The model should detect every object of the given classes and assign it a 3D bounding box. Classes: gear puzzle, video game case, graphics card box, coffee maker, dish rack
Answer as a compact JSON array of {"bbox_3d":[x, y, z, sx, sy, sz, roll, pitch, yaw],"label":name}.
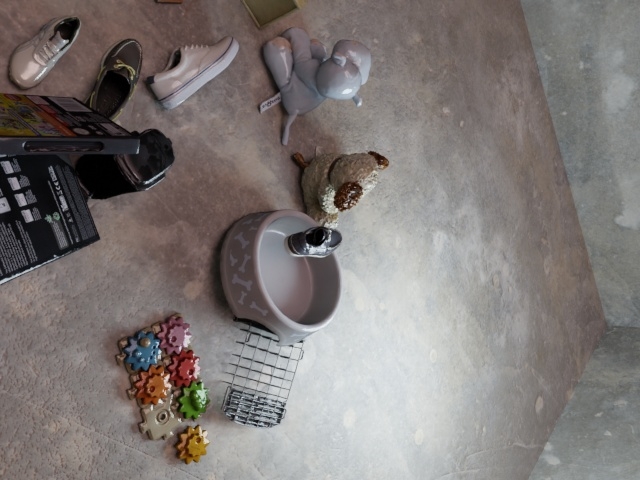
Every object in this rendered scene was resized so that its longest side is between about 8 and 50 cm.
[{"bbox_3d":[-0.320,0.343,1.245,0.175,0.044,0.338,-24,104,-42],"label":"gear puzzle"},{"bbox_3d":[-0.488,-0.201,0.969,0.248,0.275,0.035,-9,121,-44],"label":"video game case"},{"bbox_3d":[-0.542,-0.047,0.920,0.371,0.094,0.232,-46,121,-65],"label":"graphics card box"},{"bbox_3d":[-0.391,-0.134,1.111,0.120,0.178,0.171,39,62,-35],"label":"coffee maker"},{"bbox_3d":[-0.145,0.318,1.401,0.208,0.074,0.271,28,70,-38],"label":"dish rack"}]

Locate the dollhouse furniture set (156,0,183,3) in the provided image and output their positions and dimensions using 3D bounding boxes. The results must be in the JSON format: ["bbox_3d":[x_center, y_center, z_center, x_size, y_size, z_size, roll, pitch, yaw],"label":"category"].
[{"bbox_3d":[-0.271,-0.619,1.200,0.262,0.259,0.135,-20,98,-43],"label":"dollhouse furniture set"}]

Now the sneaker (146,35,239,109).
[{"bbox_3d":[-0.284,-0.405,1.289,0.258,0.094,0.091,-54,127,-31],"label":"sneaker"}]

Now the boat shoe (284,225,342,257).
[{"bbox_3d":[0.000,0.000,1.394,0.206,0.065,0.075,-9,79,-52],"label":"boat shoe"}]

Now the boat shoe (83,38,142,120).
[{"bbox_3d":[-0.418,-0.326,1.172,0.081,0.069,0.227,34,65,-38],"label":"boat shoe"}]

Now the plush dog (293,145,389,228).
[{"bbox_3d":[0.059,-0.169,1.515,0.210,0.225,0.262,54,55,-28],"label":"plush dog"}]

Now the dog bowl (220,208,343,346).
[{"bbox_3d":[-0.079,0.081,1.402,0.349,0.102,0.348,24,57,-42],"label":"dog bowl"}]

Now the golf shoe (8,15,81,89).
[{"bbox_3d":[-0.517,-0.362,1.070,0.069,0.086,0.176,41,62,-37],"label":"golf shoe"}]

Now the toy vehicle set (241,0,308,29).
[{"bbox_3d":[-0.162,-0.658,1.372,0.035,0.166,0.266,-53,122,-31],"label":"toy vehicle set"}]

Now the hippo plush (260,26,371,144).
[{"bbox_3d":[-0.007,-0.441,1.459,0.234,0.237,0.294,54,54,-28],"label":"hippo plush"}]
